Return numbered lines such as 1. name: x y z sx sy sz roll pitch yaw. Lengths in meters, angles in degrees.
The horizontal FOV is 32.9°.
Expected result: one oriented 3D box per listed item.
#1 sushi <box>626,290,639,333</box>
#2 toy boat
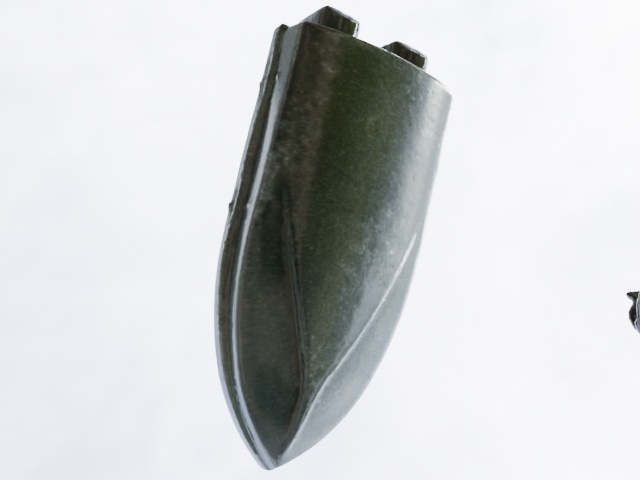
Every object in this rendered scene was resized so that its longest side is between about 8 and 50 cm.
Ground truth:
1. sushi: 0.168 0.036 0.407 0.084 0.056 0.083 -12 -173 -6
2. toy boat: 0.000 0.000 0.751 0.092 0.141 0.320 -11 -118 59
